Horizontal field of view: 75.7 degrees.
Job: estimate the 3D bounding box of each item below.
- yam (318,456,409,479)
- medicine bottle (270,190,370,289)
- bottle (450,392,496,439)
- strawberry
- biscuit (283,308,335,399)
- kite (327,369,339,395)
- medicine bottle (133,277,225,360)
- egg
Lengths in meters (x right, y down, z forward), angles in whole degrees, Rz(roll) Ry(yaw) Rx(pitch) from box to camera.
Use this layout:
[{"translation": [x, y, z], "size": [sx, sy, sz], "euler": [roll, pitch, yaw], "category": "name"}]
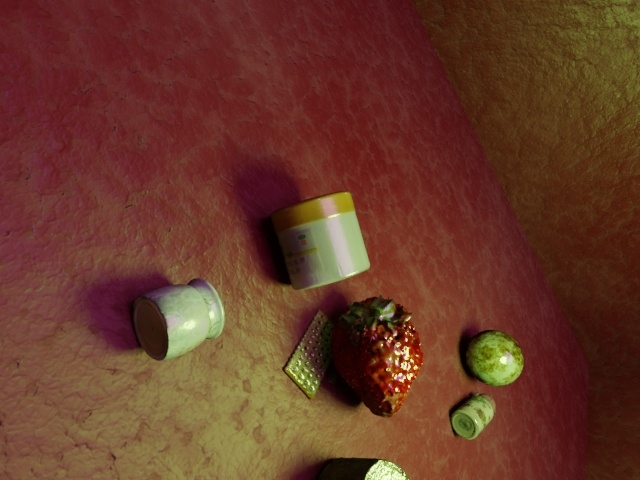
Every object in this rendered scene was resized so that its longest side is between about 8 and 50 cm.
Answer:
[{"translation": [0.103, 0.651, 1.071], "size": [0.161, 0.268, 0.161], "euler": [14, 61, -27], "category": "yam"}, {"translation": [0.000, 0.000, 1.174], "size": [0.237, 0.237, 0.232], "euler": [-16, 91, -48], "category": "medicine bottle"}, {"translation": [0.647, 0.716, 1.712], "size": [0.253, 0.120, 0.121], "euler": [-8, 83, -49], "category": "bottle"}, {"translation": [0.164, 0.363, 1.219], "size": [0.312, 0.266, 0.352], "euler": [-89, 178, -64], "category": "strawberry"}, {"translation": [-0.013, 0.331, 1.218], "size": [0.139, 0.016, 0.231], "euler": [53, 45, -20], "category": "biscuit"}, {"translation": [0.045, 0.430, 1.255], "size": [0.078, 0.002, 0.044], "euler": [56, 45, -16], "category": "kite"}, {"translation": [-0.298, 0.164, 0.874], "size": [0.143, 0.147, 0.148], "euler": [-15, 88, -50], "category": "medicine bottle"}, {"translation": [0.765, 0.516, 1.816], "size": [0.289, 0.238, 0.239], "euler": [28, 57, -61], "category": "egg"}]
